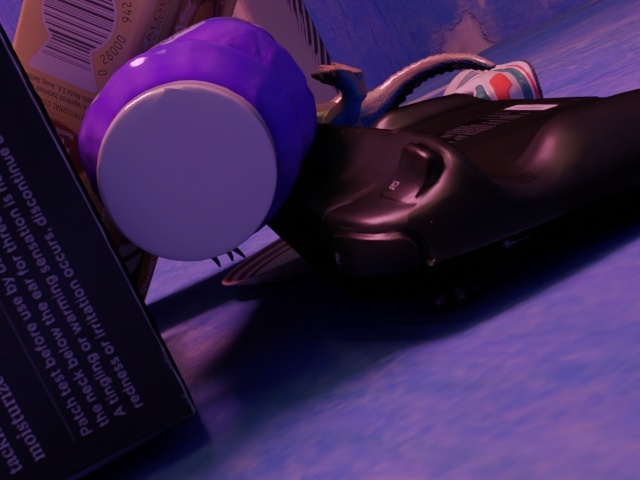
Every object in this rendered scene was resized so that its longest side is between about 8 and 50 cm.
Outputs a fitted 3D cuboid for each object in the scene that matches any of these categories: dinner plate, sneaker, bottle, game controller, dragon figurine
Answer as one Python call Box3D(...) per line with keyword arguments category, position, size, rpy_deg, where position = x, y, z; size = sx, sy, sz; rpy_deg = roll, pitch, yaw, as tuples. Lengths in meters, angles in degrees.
Box3D(category="dinner plate", position=(0.000, 0.000, 0.641), size=(0.141, 0.017, 0.141), rpy_deg=(-26, 7, 3))
Box3D(category="sneaker", position=(0.126, -0.117, 0.846), size=(0.075, 0.057, 0.161), rpy_deg=(-23, 9, -14))
Box3D(category="bottle", position=(-0.061, -0.056, 0.488), size=(0.118, 0.092, 0.283), rpy_deg=(-36, 14, 4))
Box3D(category="game controller", position=(0.060, -0.034, 0.487), size=(0.166, 0.067, 0.319), rpy_deg=(-13, 10, -8))
Box3D(category="dragon figurine", position=(0.000, -0.065, 0.786), size=(0.289, 0.144, 0.085), rpy_deg=(-13, 14, -1))

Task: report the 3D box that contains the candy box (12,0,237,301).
Box3D(category="candy box", position=(-0.162, -0.071, 0.721), size=(0.183, 0.087, 0.316), rpy_deg=(-45, -22, -69))

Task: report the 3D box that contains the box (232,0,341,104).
Box3D(category="box", position=(-0.055, -0.176, 1.040), size=(0.113, 0.275, 0.094), rpy_deg=(-19, 11, 44))

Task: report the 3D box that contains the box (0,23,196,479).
Box3D(category="box", position=(-0.236, 0.053, 0.453), size=(0.294, 0.182, 0.296), rpy_deg=(-27, 6, -10))
